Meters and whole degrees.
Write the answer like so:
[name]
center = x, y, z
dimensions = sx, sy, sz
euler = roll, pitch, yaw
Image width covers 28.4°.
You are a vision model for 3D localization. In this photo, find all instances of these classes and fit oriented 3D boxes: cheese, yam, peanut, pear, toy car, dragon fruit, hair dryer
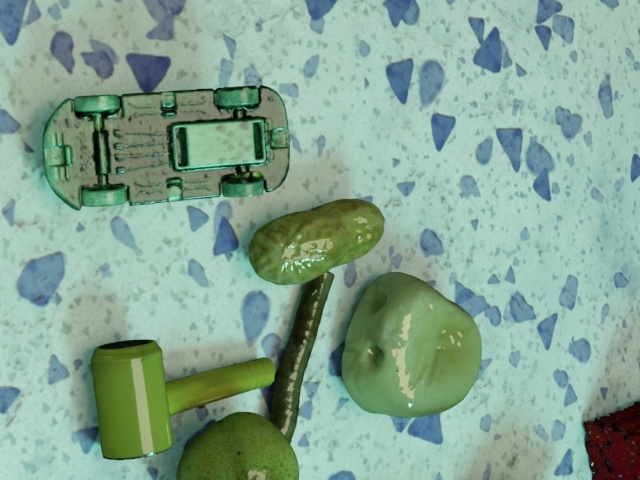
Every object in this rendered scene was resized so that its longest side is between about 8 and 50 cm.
[cheese]
center = 0.134, 0.154, 1.846
dimensions = 0.235, 0.117, 0.218
euler = -32, 108, -40
[yam]
center = -0.039, 0.194, 1.744
dimensions = 0.045, 0.045, 0.327
euler = 69, 36, -72
[peanut]
center = 0.000, 0.000, 1.737
dimensions = 0.226, 0.108, 0.095
euler = -19, 97, -41
[pear]
center = -0.103, 0.306, 1.610
dimensions = 0.167, 0.137, 0.167
euler = -3, 118, -6
[toy car]
center = -0.192, -0.118, 1.563
dimensions = 0.305, 0.125, 0.136
euler = -6, 99, -18
[dragon fruit]
center = 0.557, 0.421, 2.204
dimensions = 0.302, 0.240, 0.330
euler = -30, 135, -65
[hair dryer]
center = -0.168, 0.181, 1.619
dimensions = 0.278, 0.090, 0.135
euler = -10, 94, -46
